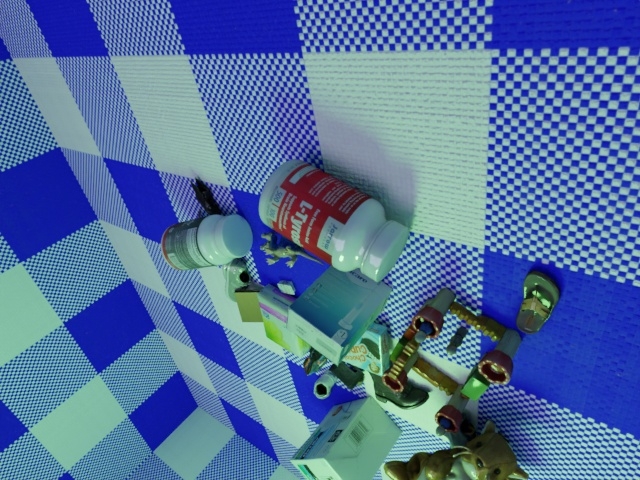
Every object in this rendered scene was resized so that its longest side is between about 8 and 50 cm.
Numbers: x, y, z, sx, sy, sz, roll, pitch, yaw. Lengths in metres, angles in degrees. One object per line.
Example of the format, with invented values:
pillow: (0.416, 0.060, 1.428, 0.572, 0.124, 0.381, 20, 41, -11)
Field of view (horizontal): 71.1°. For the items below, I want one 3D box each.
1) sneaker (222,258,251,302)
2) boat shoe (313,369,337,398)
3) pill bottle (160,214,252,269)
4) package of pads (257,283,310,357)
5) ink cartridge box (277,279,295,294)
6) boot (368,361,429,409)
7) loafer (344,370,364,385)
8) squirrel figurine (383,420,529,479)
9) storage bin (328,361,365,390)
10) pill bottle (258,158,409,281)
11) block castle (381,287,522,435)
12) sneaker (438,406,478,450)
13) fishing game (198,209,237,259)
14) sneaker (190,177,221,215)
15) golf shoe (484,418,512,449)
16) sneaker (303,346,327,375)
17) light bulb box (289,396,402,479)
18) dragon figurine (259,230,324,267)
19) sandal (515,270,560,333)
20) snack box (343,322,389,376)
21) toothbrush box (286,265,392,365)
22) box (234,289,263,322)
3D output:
sneaker: (-0.370, 0.198, 2.046, 0.115, 0.105, 0.281, 16, 140, 18)
boat shoe: (0.004, 0.706, 2.142, 0.095, 0.084, 0.258, 34, 141, 18)
pill bottle: (-0.469, 0.006, 1.853, 0.362, 0.210, 0.210, -9, 116, 34)
package of pads: (-0.150, 0.357, 1.971, 0.229, 0.101, 0.297, 24, 138, 31)
ink cartridge box: (-0.136, 0.196, 1.871, 0.083, 0.028, 0.048, 3, 125, 44)
boot: (0.268, 0.517, 1.713, 0.262, 0.091, 0.229, -8, 109, 40)
loafer: (0.121, 0.591, 1.946, 0.148, 0.056, 0.050, 21, 129, 32)
squirrel figurine: (0.486, 0.752, 1.456, 0.370, 0.396, 0.281, -51, 45, 21)
storage bin: (0.106, 0.535, 1.827, 0.122, 0.084, 0.180, 40, 169, 13)
pill bottle: (0.039, -0.055, 1.305, 0.407, 0.229, 0.229, 31, 140, 22)
block castle: (0.374, 0.391, 1.383, 0.303, 0.213, 0.453, 34, 141, 19)
sneaker: (0.527, 0.730, 1.633, 0.108, 0.100, 0.272, -15, 112, 44)
fishing game: (-0.471, -0.006, 2.018, 0.264, 0.041, 0.189, 41, 140, 9)
sneaker: (-0.474, -0.177, 1.856, 0.170, 0.051, 0.089, 45, 148, 9)
golf shoe: (0.611, 0.687, 1.542, 0.093, 0.077, 0.198, 1, 128, 27)
sneaker: (-0.004, 0.512, 1.991, 0.083, 0.087, 0.221, 61, 138, 34)
light bulb box: (0.109, 0.926, 2.008, 0.225, 0.358, 0.361, 49, 142, 1)
dragon figurine: (-0.114, 0.024, 1.646, 0.289, 0.144, 0.085, 1, 124, 22)
sandal: (0.542, 0.171, 1.143, 0.090, 0.060, 0.219, 26, 138, 27)
snack box: (0.106, 0.374, 1.696, 0.321, 0.060, 0.187, 12, 120, 37)
toothbrush box: (0.063, 0.220, 1.473, 0.216, 0.295, 0.126, 32, 142, 19)
box: (-0.300, 0.304, 2.068, 0.164, 0.021, 0.201, -1, 129, 5)
